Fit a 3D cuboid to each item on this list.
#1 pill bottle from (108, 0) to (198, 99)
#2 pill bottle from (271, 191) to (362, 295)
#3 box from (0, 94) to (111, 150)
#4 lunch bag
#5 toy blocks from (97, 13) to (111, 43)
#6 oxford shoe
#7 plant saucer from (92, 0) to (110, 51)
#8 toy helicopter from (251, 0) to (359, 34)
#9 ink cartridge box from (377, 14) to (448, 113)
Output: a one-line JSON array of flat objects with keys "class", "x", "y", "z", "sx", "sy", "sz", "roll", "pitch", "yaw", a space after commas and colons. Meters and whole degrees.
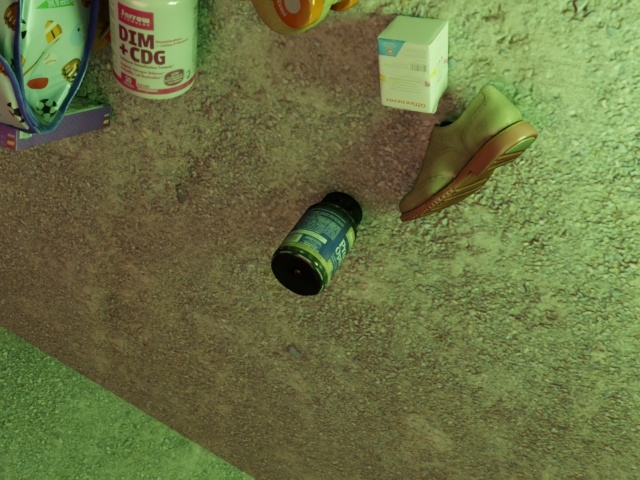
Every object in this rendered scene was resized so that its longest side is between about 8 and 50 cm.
[{"class": "pill bottle", "x": -0.306, "y": -0.416, "z": 1.404, "sx": 0.161, "sy": 0.160, "sz": 0.283, "roll": 25, "pitch": 138, "yaw": 12}, {"class": "pill bottle", "x": 0.000, "y": 0.000, "z": 1.553, "sx": 0.123, "sy": 0.219, "sz": 0.122, "roll": 19, "pitch": 137, "yaw": 18}, {"class": "box", "x": -0.629, "y": -0.273, "z": 1.661, "sx": 0.201, "sy": 0.293, "sz": 0.057, "roll": 19, "pitch": 114, "yaw": 19}, {"class": "lunch bag", "x": -0.611, "y": -0.417, "z": 1.438, "sx": 0.328, "sy": 0.239, "sz": 0.385, "roll": 20, "pitch": 106, "yaw": 25}, {"class": "toy blocks", "x": -0.388, "y": -0.432, "z": 1.523, "sx": 0.123, "sy": 0.054, "sz": 0.148, "roll": -35, "pitch": 124, "yaw": 30}, {"class": "oxford shoe", "x": 0.238, "y": -0.146, "z": 1.364, "sx": 0.130, "sy": 0.123, "sz": 0.348, "roll": 61, "pitch": 141, "yaw": 11}, {"class": "plant saucer", "x": -0.521, "y": -0.480, "z": 1.583, "sx": 0.200, "sy": 0.037, "sz": 0.199, "roll": 18, "pitch": 136, "yaw": 18}, {"class": "toy helicopter", "x": -0.088, "y": -0.509, "z": 1.228, "sx": 0.235, "sy": 0.140, "sz": 0.354, "roll": 7, "pitch": 122, "yaw": 41}, {"class": "ink cartridge box", "x": 0.156, "y": -0.287, "z": 1.274, "sx": 0.092, "sy": 0.090, "sz": 0.143, "roll": 15, "pitch": 136, "yaw": 23}]
